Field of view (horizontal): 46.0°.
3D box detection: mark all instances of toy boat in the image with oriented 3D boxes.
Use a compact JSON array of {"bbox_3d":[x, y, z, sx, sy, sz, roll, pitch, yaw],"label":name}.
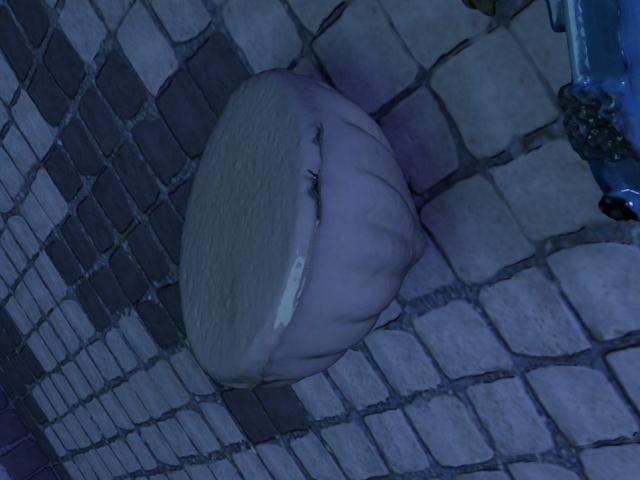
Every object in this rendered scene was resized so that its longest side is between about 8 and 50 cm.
[{"bbox_3d":[0.173,-0.110,0.427,0.098,0.109,0.238,-139,28,-67],"label":"toy boat"}]

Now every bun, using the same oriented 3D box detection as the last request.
[{"bbox_3d":[0.000,0.000,0.637,0.263,0.175,0.263,-29,56,54],"label":"bun"}]

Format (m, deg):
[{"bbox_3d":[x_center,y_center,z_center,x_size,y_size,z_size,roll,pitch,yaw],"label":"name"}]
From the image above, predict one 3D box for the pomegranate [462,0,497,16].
[{"bbox_3d":[0.078,-0.205,0.459,0.114,0.115,0.142,0,142,46],"label":"pomegranate"}]
